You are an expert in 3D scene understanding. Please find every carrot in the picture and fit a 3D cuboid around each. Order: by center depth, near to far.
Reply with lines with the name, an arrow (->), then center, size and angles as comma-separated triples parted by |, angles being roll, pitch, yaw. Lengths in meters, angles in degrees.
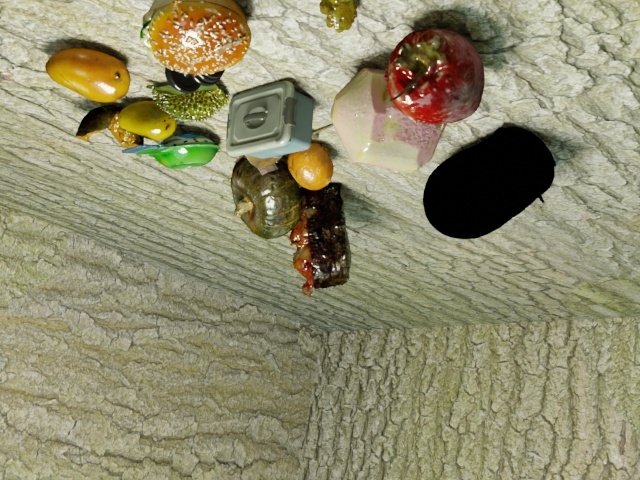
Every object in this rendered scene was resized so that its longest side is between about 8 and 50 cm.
carrot -> 0.407, -0.134, 2.156 | 0.224, 0.224, 0.340 | 16, 157, -17

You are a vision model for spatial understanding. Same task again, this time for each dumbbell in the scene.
dumbbell -> -0.286, -0.393, 1.960 | 0.099, 0.099, 0.208 | 26, 158, -39

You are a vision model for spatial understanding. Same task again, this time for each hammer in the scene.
hammer -> 0.008, -0.291, 2.236 | 0.035, 0.019, 0.110 | 24, 152, -36

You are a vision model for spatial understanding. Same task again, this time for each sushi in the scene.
sushi -> 0.000, 0.000, 2.586 | 0.181, 0.344, 0.196 | -5, 162, 7

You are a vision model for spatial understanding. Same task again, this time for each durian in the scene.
durian -> -0.334, -0.340, 2.161 | 0.220, 0.096, 0.137 | 10, 162, 23

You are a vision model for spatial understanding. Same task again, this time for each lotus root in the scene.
lotus root -> -0.152, -0.253, 2.279 | 0.081, 0.112, 0.122 | -11, 152, 35

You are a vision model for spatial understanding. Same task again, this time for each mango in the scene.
mango -> -0.566, -0.401, 2.074 | 0.219, 0.113, 0.145 | 12, 165, 9
mango -> -0.460, -0.319, 2.268 | 0.161, 0.103, 0.076 | 7, 170, 10

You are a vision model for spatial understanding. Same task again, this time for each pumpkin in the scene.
pumpkin -> -0.568, -0.313, 2.344 | 0.183, 0.108, 0.119 | 11, 172, -33
pumpkin -> -0.167, -0.121, 2.438 | 0.189, 0.260, 0.260 | -25, 170, -18

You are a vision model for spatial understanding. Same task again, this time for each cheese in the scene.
cheese -> -0.405, -0.249, 2.373 | 0.203, 0.083, 0.320 | -8, 176, 33

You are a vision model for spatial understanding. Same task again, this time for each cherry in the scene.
cherry -> 0.242, -0.322, 1.744 | 0.249, 0.192, 0.175 | 27, -176, -41

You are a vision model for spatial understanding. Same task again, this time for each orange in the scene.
orange -> -0.024, -0.204, 2.340 | 0.117, 0.136, 0.135 | -41, 135, 24

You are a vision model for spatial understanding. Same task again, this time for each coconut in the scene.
coconut -> 0.141, -0.275, 1.913 | 0.245, 0.233, 0.233 | 9, 163, -20

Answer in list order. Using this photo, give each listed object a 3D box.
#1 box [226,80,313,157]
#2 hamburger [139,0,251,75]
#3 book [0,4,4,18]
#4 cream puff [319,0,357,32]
box -> -0.125, -0.288, 2.102 | 0.227, 0.162, 0.130 | -7, 166, 43
hamburger -> -0.253, -0.428, 1.765 | 0.236, 0.147, 0.237 | 7, 162, 2
book -> -0.799, -0.574, 1.831 | 0.190, 0.025, 0.269 | 13, 162, -4
cream puff -> 0.035, -0.453, 1.682 | 0.083, 0.083, 0.058 | 10, -151, -33
